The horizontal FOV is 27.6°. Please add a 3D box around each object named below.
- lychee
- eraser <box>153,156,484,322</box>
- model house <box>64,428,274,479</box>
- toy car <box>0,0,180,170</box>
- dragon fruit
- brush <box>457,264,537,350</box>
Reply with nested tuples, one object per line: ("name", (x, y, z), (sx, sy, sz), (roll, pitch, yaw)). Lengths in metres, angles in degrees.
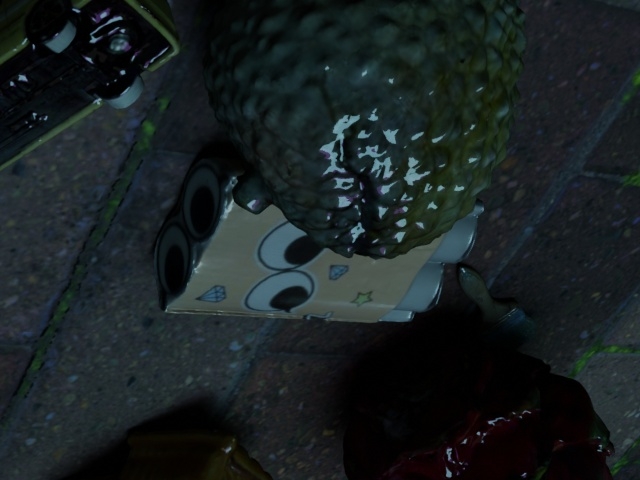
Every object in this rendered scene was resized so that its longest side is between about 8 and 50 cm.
("lychee", (0.038, -0.119, 1.018), (0.274, 0.255, 0.255), (-35, 141, 0))
("eraser", (0.000, 0.000, 1.256), (0.291, 0.087, 0.171), (5, 132, -34))
("model house", (-0.174, 0.316, 1.443), (0.220, 0.199, 0.229), (-19, 107, -61))
("toy car", (-0.232, -0.127, 0.955), (0.257, 0.124, 0.101), (-30, 142, 16))
("dragon fruit", (0.180, 0.266, 1.487), (0.329, 0.329, 0.329), (-17, 140, -15))
("brush", (0.196, 0.078, 1.513), (0.070, 0.021, 0.196), (-35, 141, 5))
